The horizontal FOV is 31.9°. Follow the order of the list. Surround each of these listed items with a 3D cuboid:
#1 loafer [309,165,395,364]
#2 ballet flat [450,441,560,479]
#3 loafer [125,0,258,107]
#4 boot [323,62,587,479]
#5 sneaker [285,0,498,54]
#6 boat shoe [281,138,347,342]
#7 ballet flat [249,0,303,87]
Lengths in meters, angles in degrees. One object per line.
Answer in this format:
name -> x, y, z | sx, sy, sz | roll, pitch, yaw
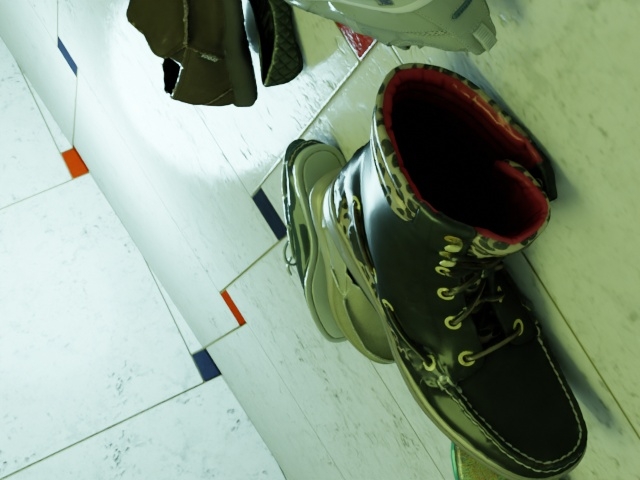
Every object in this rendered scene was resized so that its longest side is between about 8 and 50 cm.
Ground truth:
loafer -> 0.059, 0.045, 1.305 | 0.092, 0.102, 0.269 | 42, 157, 59
ballet flat -> 0.250, 0.335, 1.288 | 0.123, 0.123, 0.349 | 34, 150, 55
loafer -> -0.153, -0.257, 1.245 | 0.366, 0.130, 0.134 | 81, 175, -58
boot -> 0.140, 0.036, 1.016 | 0.377, 0.138, 0.284 | 59, 164, 15
sneaker -> 0.043, -0.199, 0.915 | 0.115, 0.105, 0.281 | 46, 179, -28
boat shoe -> 0.000, 0.000, 1.369 | 0.079, 0.095, 0.255 | 30, 138, 63
ballet flat -> -0.061, -0.243, 1.227 | 0.057, 0.049, 0.173 | 37, 154, 48
